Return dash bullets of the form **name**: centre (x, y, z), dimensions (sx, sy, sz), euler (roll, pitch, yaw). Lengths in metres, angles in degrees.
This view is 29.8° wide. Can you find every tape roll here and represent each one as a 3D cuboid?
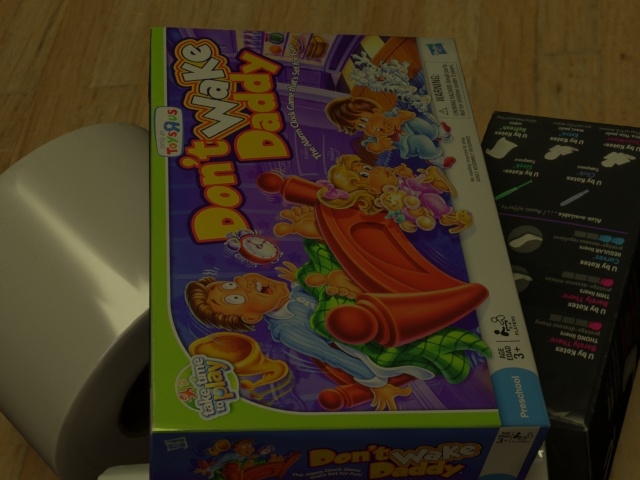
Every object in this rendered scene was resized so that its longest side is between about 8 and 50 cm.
- **tape roll**: centre (-0.163, 0.052, 0.957), dimensions (0.246, 0.246, 0.169), euler (-40, 67, -17)

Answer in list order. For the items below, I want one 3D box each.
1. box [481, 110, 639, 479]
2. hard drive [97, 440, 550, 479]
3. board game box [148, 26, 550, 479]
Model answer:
- **box**: centre (0.172, 0.055, 0.929), dimensions (0.143, 0.165, 0.270), euler (9, 55, 22)
- **hard drive**: centre (0.010, 0.246, 0.825), dimensions (0.307, 0.203, 0.040), euler (-6, 6, 12)
- **board game box**: centre (0.000, 0.000, 0.817), dimensions (0.233, 0.078, 0.347), euler (0, 50, -9)
